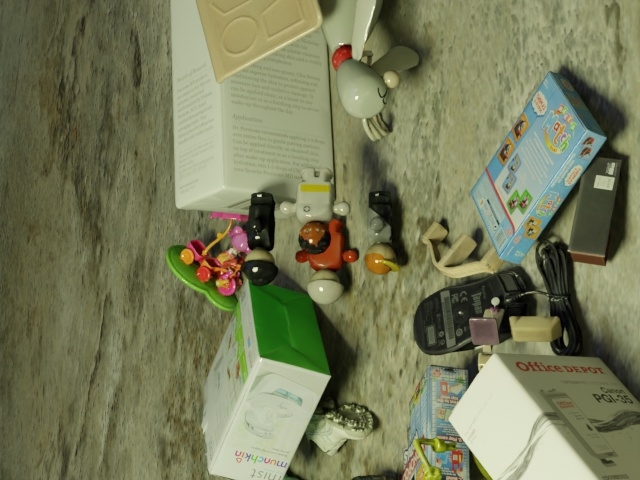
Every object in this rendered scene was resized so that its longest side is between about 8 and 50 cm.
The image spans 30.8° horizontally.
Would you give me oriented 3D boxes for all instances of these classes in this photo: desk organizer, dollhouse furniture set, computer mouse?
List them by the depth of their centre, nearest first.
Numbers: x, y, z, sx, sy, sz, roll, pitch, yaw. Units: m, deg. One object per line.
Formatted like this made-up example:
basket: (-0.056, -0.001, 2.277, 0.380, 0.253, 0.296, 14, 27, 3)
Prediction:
desk organizer: (0.351, -0.037, 1.480, 0.047, 0.050, 0.130, 9, 75, 20)
dollhouse furniture set: (0.264, 0.118, 1.531, 0.114, 0.081, 0.091, -1, 122, 21)
computer mouse: (0.249, 0.128, 1.590, 0.262, 0.060, 0.184, -29, 58, 34)

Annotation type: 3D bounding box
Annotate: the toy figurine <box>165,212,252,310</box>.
toy figurine: (-0.174, 0.015, 2.126, 0.173, 0.130, 0.159, 47, 114, 19)

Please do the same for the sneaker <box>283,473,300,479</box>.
sneaker: (-0.072, 0.396, 1.942, 0.256, 0.094, 0.151, -20, 67, 48)

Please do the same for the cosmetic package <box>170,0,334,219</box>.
cosmetic package: (-0.120, -0.277, 1.980, 0.161, 0.230, 0.453, -17, 72, 51)

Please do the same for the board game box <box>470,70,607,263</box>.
board game box: (0.284, -0.098, 1.549, 0.211, 0.039, 0.160, -61, 24, 29)

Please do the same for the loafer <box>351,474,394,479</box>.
loafer: (0.073, 0.419, 1.777, 0.170, 0.061, 0.062, 103, 151, -45)

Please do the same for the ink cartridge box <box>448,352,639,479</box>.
ink cartridge box: (0.315, 0.265, 1.360, 0.283, 0.207, 0.117, 54, 125, 41)

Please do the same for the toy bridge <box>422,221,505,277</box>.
toy bridge: (0.193, 0.020, 1.651, 0.063, 0.026, 0.188, -51, 26, -7)

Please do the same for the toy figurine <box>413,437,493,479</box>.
toy figurine: (0.240, 0.415, 1.454, 0.362, 0.191, 0.217, 55, 148, 31)

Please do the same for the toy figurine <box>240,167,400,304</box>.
toy figurine: (0.000, 0.000, 1.803, 0.210, 0.213, 0.148, -23, 56, 44)

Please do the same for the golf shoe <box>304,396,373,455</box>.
golf shoe: (0.029, 0.305, 1.860, 0.176, 0.069, 0.086, 8, 109, 58)

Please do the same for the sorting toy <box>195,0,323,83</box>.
sorting toy: (-0.097, -0.364, 1.808, 0.208, 0.038, 0.193, -27, 62, 23)

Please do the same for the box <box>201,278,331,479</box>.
box: (-0.098, 0.229, 1.895, 0.262, 0.127, 0.231, -108, 37, -64)

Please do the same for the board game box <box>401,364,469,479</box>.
board game box: (0.154, 0.305, 1.592, 0.194, 0.060, 0.194, 109, 166, -48)

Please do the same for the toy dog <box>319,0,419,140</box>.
toy dog: (0.081, -0.337, 1.789, 0.161, 0.220, 0.333, -24, 71, 14)
